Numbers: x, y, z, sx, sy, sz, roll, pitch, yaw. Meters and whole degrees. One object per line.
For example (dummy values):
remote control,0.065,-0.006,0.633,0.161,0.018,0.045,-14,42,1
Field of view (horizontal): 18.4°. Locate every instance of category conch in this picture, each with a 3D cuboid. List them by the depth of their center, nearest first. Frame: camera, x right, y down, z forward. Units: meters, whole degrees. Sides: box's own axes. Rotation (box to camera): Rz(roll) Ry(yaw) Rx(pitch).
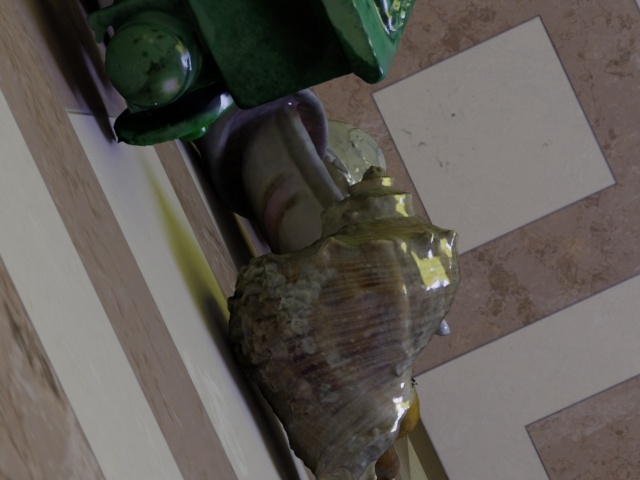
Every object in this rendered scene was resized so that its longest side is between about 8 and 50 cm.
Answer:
conch,0.018,0.073,1.332,0.178,0.163,0.245,14,80,-67

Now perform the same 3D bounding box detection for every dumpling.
dumpling,-0.027,-0.069,1.972,0.172,0.142,0.247,34,-11,-2

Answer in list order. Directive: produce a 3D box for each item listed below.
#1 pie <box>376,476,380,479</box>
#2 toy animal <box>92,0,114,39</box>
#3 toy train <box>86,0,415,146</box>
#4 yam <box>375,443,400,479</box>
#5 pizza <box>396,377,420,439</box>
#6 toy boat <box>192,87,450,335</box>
pie,0.065,0.269,1.420,0.218,0.054,0.204,-110,175,-63
toy animal,-0.114,-0.246,1.542,0.357,0.194,0.257,-88,-178,-47
toy train,-0.054,-0.162,1.246,0.266,0.202,0.145,-69,137,-67
yam,0.014,0.131,1.693,0.056,0.057,0.241,-112,176,-45
pizza,0.033,0.133,1.797,0.131,0.041,0.178,48,-20,-15
toy boat,-0.014,-0.020,1.679,0.293,0.111,0.276,63,-10,5
